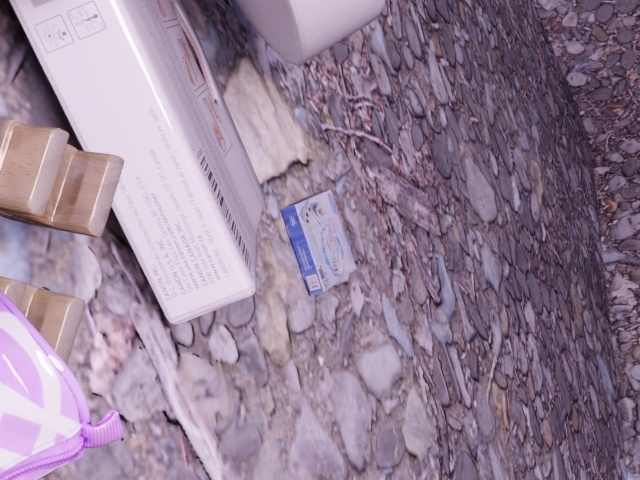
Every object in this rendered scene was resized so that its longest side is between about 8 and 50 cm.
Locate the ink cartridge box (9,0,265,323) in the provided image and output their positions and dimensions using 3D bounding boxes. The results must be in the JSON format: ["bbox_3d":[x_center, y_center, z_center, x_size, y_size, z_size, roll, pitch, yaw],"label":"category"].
[{"bbox_3d":[-0.127,-0.119,0.619,0.261,0.066,0.296,-98,166,-74],"label":"ink cartridge box"}]

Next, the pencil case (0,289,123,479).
[{"bbox_3d":[-0.178,0.098,0.290,0.206,0.088,0.086,-39,152,-29],"label":"pencil case"}]

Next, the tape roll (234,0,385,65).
[{"bbox_3d":[-0.085,-0.303,0.570,0.392,0.072,0.392,59,-3,5],"label":"tape roll"}]

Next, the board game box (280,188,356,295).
[{"bbox_3d":[0.000,0.000,0.852,0.090,0.020,0.090,-28,101,-62],"label":"board game box"}]

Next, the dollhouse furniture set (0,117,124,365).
[{"bbox_3d":[-0.219,-0.072,0.386,0.212,0.161,0.242,26,76,-56],"label":"dollhouse furniture set"}]
